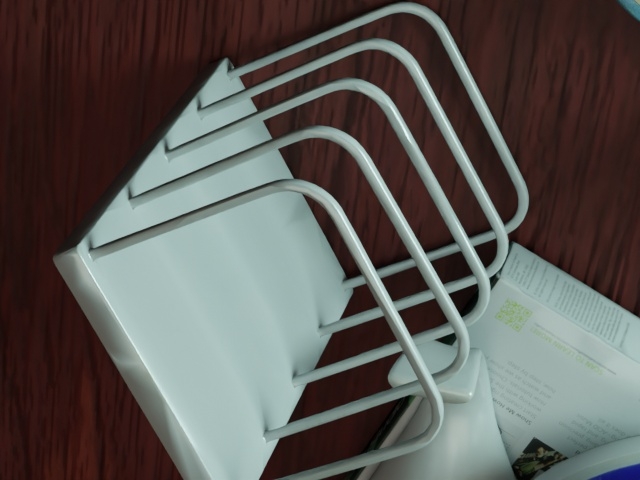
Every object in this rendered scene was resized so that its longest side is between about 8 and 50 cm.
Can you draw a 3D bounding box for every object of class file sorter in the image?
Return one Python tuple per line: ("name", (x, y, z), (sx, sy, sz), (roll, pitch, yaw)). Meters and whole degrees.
("file sorter", (0.000, 0.000, 1.168), (0.173, 0.278, 0.193), (-20, 111, 26))

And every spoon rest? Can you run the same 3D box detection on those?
("spoon rest", (0.086, 0.166, 1.297), (0.137, 0.084, 0.276), (12, 135, 15))

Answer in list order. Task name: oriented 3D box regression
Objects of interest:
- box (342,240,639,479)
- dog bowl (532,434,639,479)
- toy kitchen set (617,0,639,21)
("box", (0.149, 0.182, 1.352), (0.232, 0.058, 0.322), (32, 123, 0))
("dog bowl", (0.230, 0.258, 1.249), (0.265, 0.104, 0.265), (-2, 123, -3))
("toy kitchen set", (0.180, -0.197, 1.120), (0.122, 0.166, 0.207), (-42, 62, 33))
